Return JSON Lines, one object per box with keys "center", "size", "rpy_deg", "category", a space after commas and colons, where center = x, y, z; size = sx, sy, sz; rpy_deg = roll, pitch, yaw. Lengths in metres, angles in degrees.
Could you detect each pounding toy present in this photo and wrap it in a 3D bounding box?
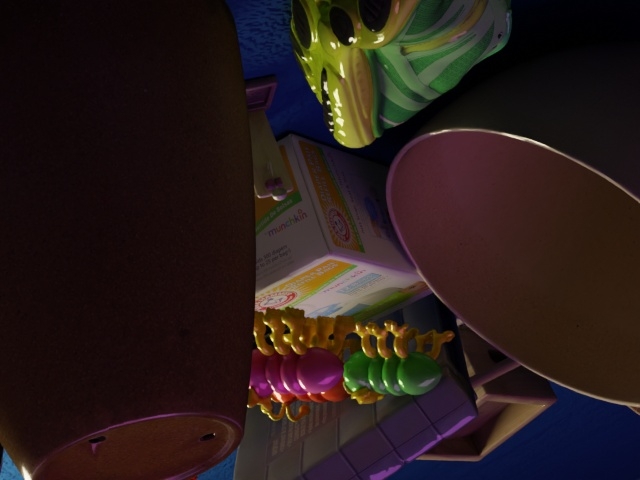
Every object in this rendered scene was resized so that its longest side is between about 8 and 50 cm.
{"center": [0.161, 0.136, 1.657], "size": [0.181, 0.094, 0.206], "rpy_deg": [10, 136, -46], "category": "pounding toy"}

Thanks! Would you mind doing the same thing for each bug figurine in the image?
{"center": [-0.030, 0.100, 1.246], "size": [0.216, 0.072, 0.279], "rpy_deg": [-8, 168, 40], "category": "bug figurine"}

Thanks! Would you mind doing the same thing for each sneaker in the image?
{"center": [0.049, -0.152, 0.926], "size": [0.123, 0.109, 0.295], "rpy_deg": [-27, 168, -10], "category": "sneaker"}

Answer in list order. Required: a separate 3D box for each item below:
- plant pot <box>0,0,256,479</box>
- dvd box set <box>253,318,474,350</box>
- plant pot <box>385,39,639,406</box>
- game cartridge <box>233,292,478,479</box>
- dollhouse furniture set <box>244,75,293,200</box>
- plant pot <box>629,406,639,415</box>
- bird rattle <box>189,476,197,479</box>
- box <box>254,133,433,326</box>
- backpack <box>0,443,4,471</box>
{"center": [-0.133, 0.010, 0.902], "size": [0.237, 0.254, 0.237], "rpy_deg": [-13, 154, -7], "category": "plant pot"}
{"center": [0.071, 0.150, 1.825], "size": [0.308, 0.062, 0.420], "rpy_deg": [-21, 161, 5], "category": "dvd box set"}
{"center": [0.220, -0.039, 1.190], "size": [0.191, 0.284, 0.284], "rpy_deg": [-51, 175, -27], "category": "plant pot"}
{"center": [0.027, 0.145, 1.442], "size": [0.230, 0.068, 0.355], "rpy_deg": [-39, -169, 10], "category": "game cartridge"}
{"center": [-0.078, -0.047, 1.098], "size": [0.114, 0.081, 0.091], "rpy_deg": [-13, 160, -17], "category": "dollhouse furniture set"}
{"center": [0.400, 0.048, 1.681], "size": [0.230, 0.215, 0.215], "rpy_deg": [-45, 151, 25], "category": "plant pot"}
{"center": [-0.162, 0.245, 1.617], "size": [0.143, 0.253, 0.207], "rpy_deg": [-23, -175, 14], "category": "bird rattle"}
{"center": [0.000, 0.000, 1.270], "size": [0.114, 0.103, 0.203], "rpy_deg": [-27, 160, 24], "category": "box"}
{"center": [-0.387, 0.128, 1.044], "size": [0.355, 0.290, 0.273], "rpy_deg": [-19, 171, -21], "category": "backpack"}
